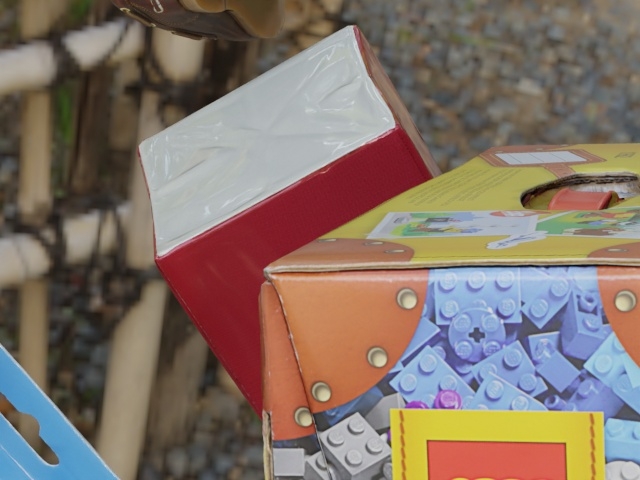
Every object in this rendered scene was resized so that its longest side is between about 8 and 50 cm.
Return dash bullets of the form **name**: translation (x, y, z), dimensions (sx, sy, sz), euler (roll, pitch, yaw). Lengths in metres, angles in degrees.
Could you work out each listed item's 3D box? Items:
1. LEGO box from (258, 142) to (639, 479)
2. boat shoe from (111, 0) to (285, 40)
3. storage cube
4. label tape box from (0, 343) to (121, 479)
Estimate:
- **LEGO box**: translation (0.136, 0.155, 0.943), dimensions (0.193, 0.372, 0.500), euler (-1, 8, 15)
- **boat shoe**: translation (-0.090, -0.187, 1.409), dimensions (0.073, 0.073, 0.207), euler (-8, -5, 20)
- **storage cube**: translation (0.000, 0.000, 1.325), dimensions (0.215, 0.193, 0.184), euler (-28, 29, 6)
- **label tape box**: translation (-0.342, 0.227, 1.487), dimensions (0.249, 0.347, 0.115), euler (51, 32, -15)
